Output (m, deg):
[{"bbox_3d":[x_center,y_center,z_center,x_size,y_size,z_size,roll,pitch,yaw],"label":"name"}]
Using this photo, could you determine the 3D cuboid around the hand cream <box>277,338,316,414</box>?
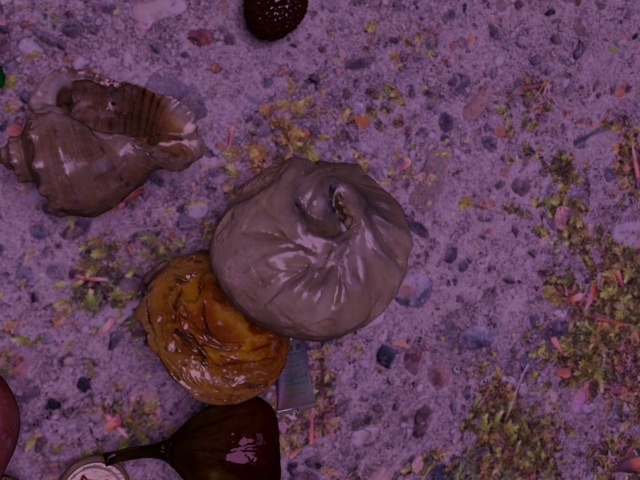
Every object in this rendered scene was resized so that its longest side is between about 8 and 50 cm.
[{"bbox_3d":[-0.052,0.228,1.567,0.076,0.047,0.174,-8,96,-19],"label":"hand cream"}]

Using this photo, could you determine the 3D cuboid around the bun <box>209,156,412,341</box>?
[{"bbox_3d":[0.000,0.000,1.471,0.360,0.211,0.359,11,61,-22],"label":"bun"}]

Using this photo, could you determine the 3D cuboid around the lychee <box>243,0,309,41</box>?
[{"bbox_3d":[-0.087,-0.431,1.573,0.123,0.123,0.129,39,102,-11],"label":"lychee"}]

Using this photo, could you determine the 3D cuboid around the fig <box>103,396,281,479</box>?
[{"bbox_3d":[-0.193,0.374,1.427,0.290,0.191,0.190,-20,92,-22],"label":"fig"}]

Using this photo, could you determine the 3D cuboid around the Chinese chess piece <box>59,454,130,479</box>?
[{"bbox_3d":[-0.378,0.421,1.435,0.122,0.051,0.122,2,84,-18],"label":"Chinese chess piece"}]

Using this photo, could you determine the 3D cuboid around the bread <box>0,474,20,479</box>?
[{"bbox_3d":[-0.515,0.421,1.390,0.085,0.053,0.085,7,75,-27],"label":"bread"}]

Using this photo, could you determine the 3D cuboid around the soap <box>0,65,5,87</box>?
[{"bbox_3d":[-0.654,-0.334,1.388,0.218,0.098,0.273,-37,97,-17],"label":"soap"}]

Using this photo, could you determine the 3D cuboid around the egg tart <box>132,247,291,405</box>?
[{"bbox_3d":[-0.190,0.153,1.478,0.297,0.132,0.297,15,52,-20],"label":"egg tart"}]

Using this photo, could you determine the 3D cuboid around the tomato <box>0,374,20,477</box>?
[{"bbox_3d":[-0.594,0.288,1.284,0.270,0.227,0.270,3,81,-18],"label":"tomato"}]

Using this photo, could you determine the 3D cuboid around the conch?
[{"bbox_3d":[-0.369,-0.160,1.428,0.324,0.186,0.263,2,67,-31],"label":"conch"}]
